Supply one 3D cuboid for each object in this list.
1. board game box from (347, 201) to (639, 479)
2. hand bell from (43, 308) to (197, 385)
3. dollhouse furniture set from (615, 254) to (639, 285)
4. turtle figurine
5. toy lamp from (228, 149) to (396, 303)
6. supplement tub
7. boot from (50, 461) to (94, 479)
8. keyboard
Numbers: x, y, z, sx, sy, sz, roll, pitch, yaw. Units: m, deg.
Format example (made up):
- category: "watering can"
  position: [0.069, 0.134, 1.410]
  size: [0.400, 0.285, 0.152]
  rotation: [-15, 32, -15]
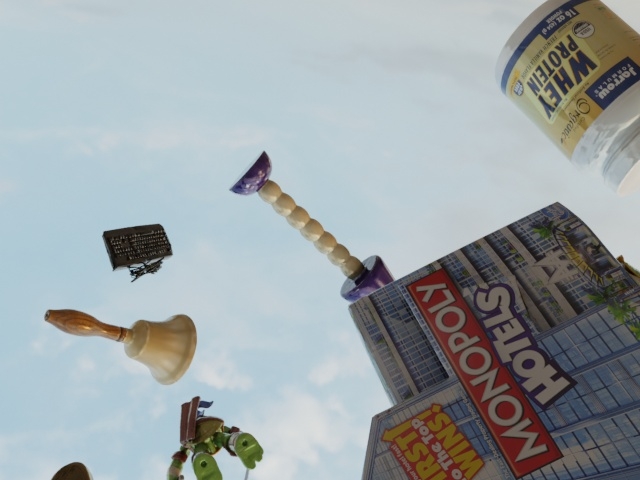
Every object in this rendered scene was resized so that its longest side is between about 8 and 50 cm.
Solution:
- category: "board game box"
  position: [0.090, 0.081, 0.400]
  size: [0.194, 0.060, 0.194]
  rotation: [-26, -130, -2]
- category: "hand bell"
  position: [-0.334, 0.150, 1.216]
  size: [0.242, 0.126, 0.126]
  rotation: [25, -163, -42]
- category: "dollhouse furniture set"
  position: [0.416, 0.128, 1.062]
  size: [0.197, 0.301, 0.151]
  rotation: [28, -137, 9]
- category: "turtle figurine"
  position: [-0.211, 0.471, 1.549]
  size: [0.198, 0.274, 0.266]
  rotation: [13, 168, -19]
- category: "toy lamp"
  position: [0.000, 0.000, 1.006]
  size: [0.275, 0.080, 0.080]
  rotation: [42, -151, -10]
- category: "supplement tub"
  position: [0.482, -0.253, 1.298]
  size: [0.228, 0.228, 0.316]
  rotation: [-15, -123, -39]
- category: "boot"
  position: [-0.277, 0.403, 0.967]
  size: [0.077, 0.165, 0.213]
  rotation: [-27, -124, 5]
- category: "keyboard"
  position: [-0.319, 0.017, 1.376]
  size: [0.038, 0.100, 0.192]
  rotation: [-19, 180, 22]
